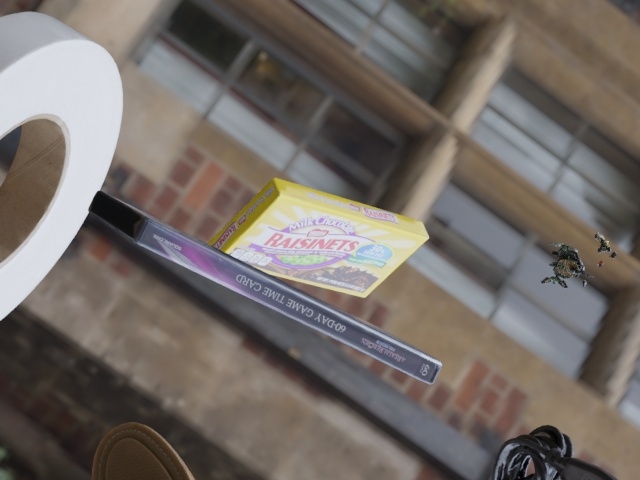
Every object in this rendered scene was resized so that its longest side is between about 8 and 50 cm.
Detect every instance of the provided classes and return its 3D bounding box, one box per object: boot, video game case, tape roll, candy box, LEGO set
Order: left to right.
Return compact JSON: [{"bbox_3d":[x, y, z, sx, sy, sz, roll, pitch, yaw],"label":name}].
[{"bbox_3d":[-0.360,-0.058,1.953,0.392,0.072,0.392,-49,160,-25],"label":"tape roll"},{"bbox_3d":[-0.093,0.296,1.748,0.109,0.283,0.220,-42,167,11],"label":"boot"},{"bbox_3d":[-0.050,0.037,1.508,0.026,0.274,0.196,-63,-161,-1],"label":"video game case"},{"bbox_3d":[0.000,0.000,1.769,0.105,0.206,0.027,-46,-131,29],"label":"candy box"},{"bbox_3d":[0.251,0.019,1.782,0.083,0.054,0.023,-14,-156,27],"label":"LEGO set"}]

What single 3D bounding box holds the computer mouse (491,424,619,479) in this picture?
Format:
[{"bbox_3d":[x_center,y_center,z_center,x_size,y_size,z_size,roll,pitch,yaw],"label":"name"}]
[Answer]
[{"bbox_3d":[0.199,0.226,1.144,0.060,0.262,0.184,-30,152,-34],"label":"computer mouse"}]
